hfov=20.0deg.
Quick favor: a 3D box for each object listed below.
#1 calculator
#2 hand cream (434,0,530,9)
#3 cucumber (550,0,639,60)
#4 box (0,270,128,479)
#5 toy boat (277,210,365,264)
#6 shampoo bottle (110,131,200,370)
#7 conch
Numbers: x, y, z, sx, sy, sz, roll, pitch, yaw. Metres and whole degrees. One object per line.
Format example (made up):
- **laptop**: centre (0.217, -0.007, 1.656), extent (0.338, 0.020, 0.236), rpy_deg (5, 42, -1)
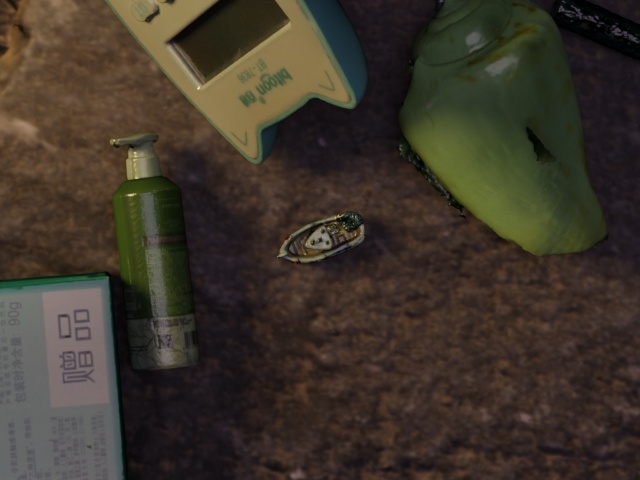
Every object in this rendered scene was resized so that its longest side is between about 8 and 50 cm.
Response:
- **calculator**: centre (-0.122, -0.245, 1.476), extent (0.386, 0.256, 0.054), rpy_deg (49, 61, -9)
- **hand cream**: centre (0.146, -0.320, 1.605), extent (0.086, 0.055, 0.235), rpy_deg (0, 99, -4)
- **cucumber**: centre (0.270, -0.184, 1.624), extent (0.133, 0.032, 0.032), rpy_deg (22, 88, -6)
- **box**: centre (-0.243, 0.153, 1.541), extent (0.153, 0.092, 0.245), rpy_deg (-3, 92, -7)
- **toy boat**: centre (0.000, 0.000, 1.594), extent (0.083, 0.038, 0.038), rpy_deg (-22, 93, -7)
- **shampoo bottle**: centre (-0.146, 0.008, 1.563), extent (0.065, 0.065, 0.204), rpy_deg (-6, 92, -6)
- **conch**: centre (0.152, -0.097, 1.582), extent (0.143, 0.137, 0.251), rpy_deg (-24, 115, -32)
